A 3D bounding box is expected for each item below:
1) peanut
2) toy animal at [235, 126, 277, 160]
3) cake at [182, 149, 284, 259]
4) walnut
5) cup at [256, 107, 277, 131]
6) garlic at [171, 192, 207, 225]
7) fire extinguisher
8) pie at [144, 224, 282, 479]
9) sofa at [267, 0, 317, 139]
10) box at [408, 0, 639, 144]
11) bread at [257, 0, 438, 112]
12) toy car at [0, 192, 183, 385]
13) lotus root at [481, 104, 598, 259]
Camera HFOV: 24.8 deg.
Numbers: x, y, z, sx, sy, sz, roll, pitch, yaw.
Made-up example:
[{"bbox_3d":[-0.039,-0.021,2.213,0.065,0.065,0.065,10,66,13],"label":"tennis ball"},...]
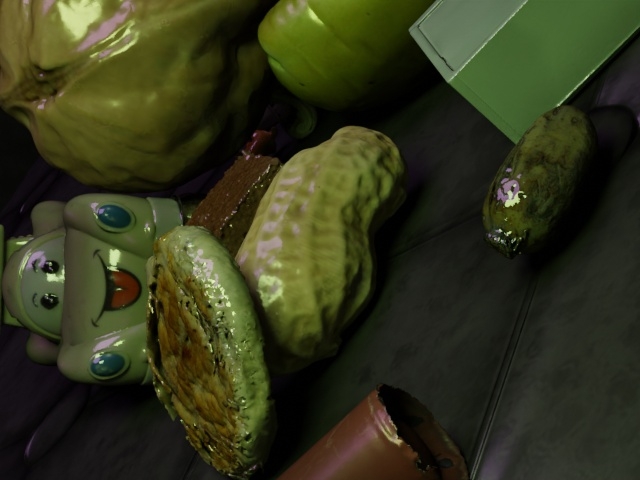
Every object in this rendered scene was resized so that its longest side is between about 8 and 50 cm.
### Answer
[{"bbox_3d":[0.000,0.000,1.536,0.325,0.153,0.140,-59,-11,-31],"label":"peanut"},{"bbox_3d":[-0.093,-0.121,2.112,0.081,0.060,0.083,-38,13,31],"label":"toy animal"},{"bbox_3d":[-0.059,-0.009,1.681,0.134,0.147,0.135,-53,20,-8],"label":"cake"},{"bbox_3d":[-0.230,-0.237,1.878,0.383,0.383,0.383,-42,20,19],"label":"walnut"},{"bbox_3d":[-0.155,-0.279,2.318,0.255,0.202,0.173,-16,38,58],"label":"cup"},{"bbox_3d":[-0.177,0.004,1.990,0.159,0.102,0.147,-42,31,54],"label":"garlic"},{"bbox_3d":[-0.026,0.274,1.163,0.337,0.106,0.147,-45,44,15],"label":"fire extinguisher"},{"bbox_3d":[-0.116,0.113,1.458,0.055,0.274,0.274,-15,5,-25],"label":"pie"},{"bbox_3d":[0.009,-0.283,2.099,0.258,0.182,0.200,-46,37,9],"label":"sofa"},{"bbox_3d":[0.229,-0.238,1.537,0.225,0.117,0.225,-46,20,11],"label":"box"},{"bbox_3d":[0.105,-0.308,1.779,0.376,0.208,0.251,-37,0,26],"label":"bread"},{"bbox_3d":[-0.321,0.056,1.890,0.336,0.226,0.242,-178,91,-66],"label":"toy car"},{"bbox_3d":[0.200,-0.053,1.299,0.179,0.080,0.089,-55,-2,-31],"label":"lotus root"}]
